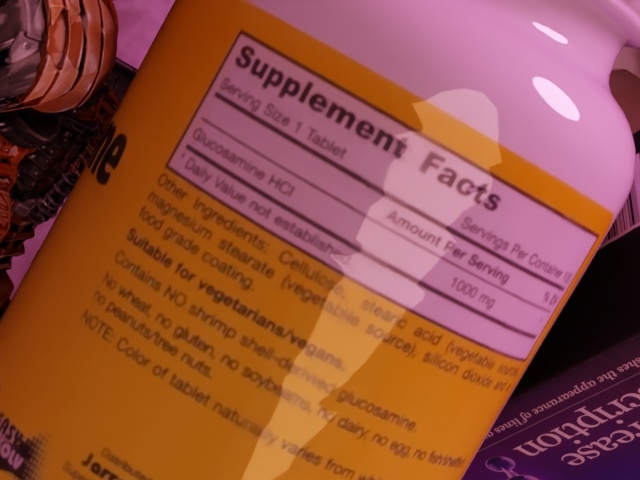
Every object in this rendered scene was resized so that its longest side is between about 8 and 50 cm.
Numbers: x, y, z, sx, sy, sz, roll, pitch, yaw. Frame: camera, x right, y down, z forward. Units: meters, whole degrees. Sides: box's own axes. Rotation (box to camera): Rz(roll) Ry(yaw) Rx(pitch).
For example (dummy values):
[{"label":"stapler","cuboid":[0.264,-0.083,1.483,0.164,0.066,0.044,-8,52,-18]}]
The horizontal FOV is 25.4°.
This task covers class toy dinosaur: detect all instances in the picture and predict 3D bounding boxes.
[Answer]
[{"label":"toy dinosaur","cuboid":[-0.158,-0.085,0.552,0.218,0.164,0.321,2,102,-35]}]

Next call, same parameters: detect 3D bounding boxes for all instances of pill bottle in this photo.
[{"label":"pill bottle","cuboid":[0.000,0.000,0.552,0.188,0.188,0.334,27,96,-29]}]

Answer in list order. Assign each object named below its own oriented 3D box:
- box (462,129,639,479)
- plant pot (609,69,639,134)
[{"label":"box","cuboid":[0.120,0.083,0.672,0.184,0.103,0.261,26,138,-31]},{"label":"plant pot","cuboid":[0.135,-0.022,0.725,0.109,0.096,0.109,-6,110,-22]}]
